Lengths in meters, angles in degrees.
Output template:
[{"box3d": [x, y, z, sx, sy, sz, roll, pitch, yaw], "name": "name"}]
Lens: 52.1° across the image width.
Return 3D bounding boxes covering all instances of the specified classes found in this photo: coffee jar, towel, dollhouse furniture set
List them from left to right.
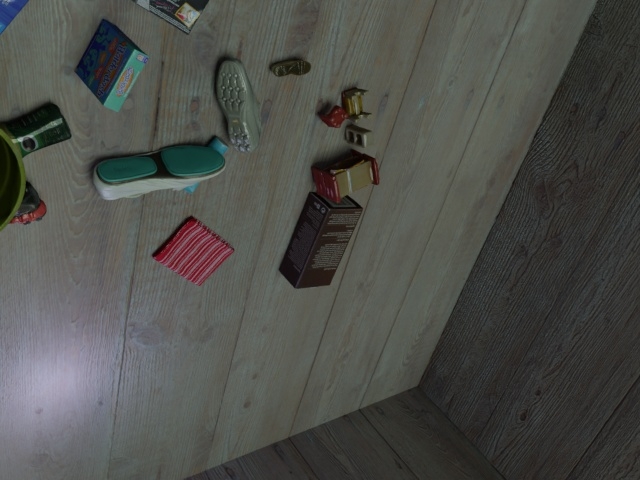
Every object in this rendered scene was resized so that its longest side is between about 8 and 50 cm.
[{"box3d": [-0.748, -0.275, 1.687, 0.185, 0.079, 0.096, -29, 142, -21], "name": "coffee jar"}, {"box3d": [-0.442, 0.044, 2.309, 0.199, 0.031, 0.275, -45, 143, 1], "name": "towel"}, {"box3d": [0.075, -0.348, 2.368, 0.201, 0.152, 0.373, -24, 121, -25], "name": "dollhouse furniture set"}]

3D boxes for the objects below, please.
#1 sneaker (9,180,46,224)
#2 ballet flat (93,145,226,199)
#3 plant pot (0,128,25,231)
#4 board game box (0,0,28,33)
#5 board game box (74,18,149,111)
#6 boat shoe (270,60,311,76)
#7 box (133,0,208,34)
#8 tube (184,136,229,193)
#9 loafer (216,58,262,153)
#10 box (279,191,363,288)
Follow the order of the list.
[{"box3d": [-0.876, -0.083, 1.730, 0.276, 0.098, 0.135, -24, 138, -28], "name": "sneaker"}, {"box3d": [-0.487, -0.200, 1.982, 0.401, 0.139, 0.139, -13, 132, -29], "name": "ballet flat"}, {"box3d": [-0.877, -0.203, 1.407, 0.367, 0.353, 0.366, -25, 139, -24], "name": "plant pot"}, {"box3d": [-0.768, -0.599, 1.377, 0.318, 0.066, 0.318, -49, 142, 4], "name": "board game box"}, {"box3d": [-0.525, -0.440, 1.634, 0.047, 0.210, 0.160, 19, 110, -50], "name": "board game box"}, {"box3d": [-0.095, -0.549, 2.071, 0.136, 0.045, 0.050, -12, 124, -30], "name": "boat shoe"}, {"box3d": [-0.393, -0.626, 1.554, 0.163, 0.247, 0.142, 20, 107, -50], "name": "box"}, {"box3d": [-0.379, -0.240, 2.096, 0.207, 0.052, 0.080, -47, 134, 13], "name": "tube"}, {"box3d": [-0.244, -0.420, 2.018, 0.319, 0.112, 0.111, 87, 22, -43], "name": "loafer"}, {"box3d": [0.000, 0.000, 2.594, 0.191, 0.143, 0.381, -2, 124, -42], "name": "box"}]
